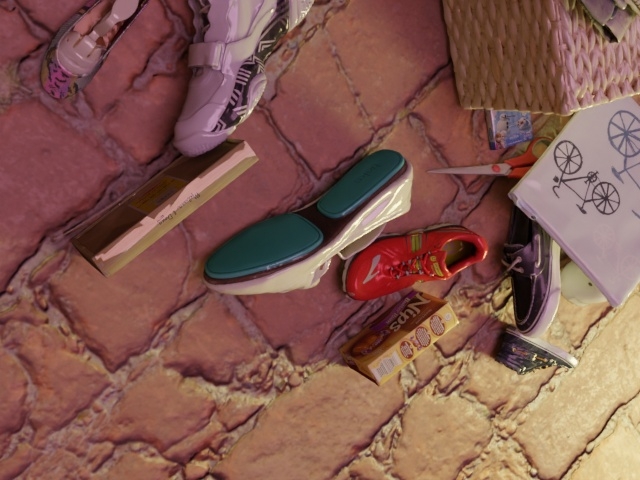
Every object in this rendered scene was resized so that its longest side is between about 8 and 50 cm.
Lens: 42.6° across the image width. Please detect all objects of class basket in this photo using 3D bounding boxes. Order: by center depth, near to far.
[{"bbox_3d":[0.390,-0.392,1.340,0.267,0.328,0.331,-18,108,-21],"label":"basket"}]

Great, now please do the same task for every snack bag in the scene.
[{"bbox_3d":[0.546,-0.088,1.533,0.323,0.037,0.342,45,73,-12],"label":"snack bag"}]

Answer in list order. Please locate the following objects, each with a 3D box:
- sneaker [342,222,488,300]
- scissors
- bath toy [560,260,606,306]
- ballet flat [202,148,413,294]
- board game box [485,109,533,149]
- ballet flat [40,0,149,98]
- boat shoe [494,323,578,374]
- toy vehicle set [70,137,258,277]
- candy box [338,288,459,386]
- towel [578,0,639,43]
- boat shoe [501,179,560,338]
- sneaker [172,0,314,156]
[{"bbox_3d":[0.167,0.033,1.422,0.279,0.118,0.107,-20,107,-22],"label":"sneaker"},{"bbox_3d":[0.341,-0.124,1.503,0.297,0.021,0.109,-16,67,-24],"label":"scissors"},{"bbox_3d":[0.625,0.003,1.642,0.348,0.129,0.151,-39,114,-15],"label":"bath toy"},{"bbox_3d":[0.000,0.000,1.339,0.400,0.139,0.139,-34,112,-18],"label":"ballet flat"},{"bbox_3d":[0.350,-0.222,1.522,0.090,0.020,0.090,-18,106,-23],"label":"board game box"},{"bbox_3d":[-0.310,-0.293,1.145,0.077,0.079,0.221,41,81,-27],"label":"ballet flat"},{"bbox_3d":[0.425,0.235,1.624,0.183,0.065,0.083,27,89,-22],"label":"boat shoe"},{"bbox_3d":[-0.229,-0.057,1.180,0.267,0.166,0.035,-40,114,-14],"label":"toy vehicle set"},{"bbox_3d":[0.137,0.167,1.437,0.187,0.109,0.053,-37,113,-15],"label":"candy box"},{"bbox_3d":[0.425,-0.475,1.106,0.312,0.056,0.324,37,88,-35],"label":"towel"},{"bbox_3d":[0.388,0.030,1.538,0.102,0.108,0.301,10,89,-22],"label":"boat shoe"},{"bbox_3d":[-0.161,-0.314,1.188,0.210,0.137,0.365,34,78,-27],"label":"sneaker"}]
